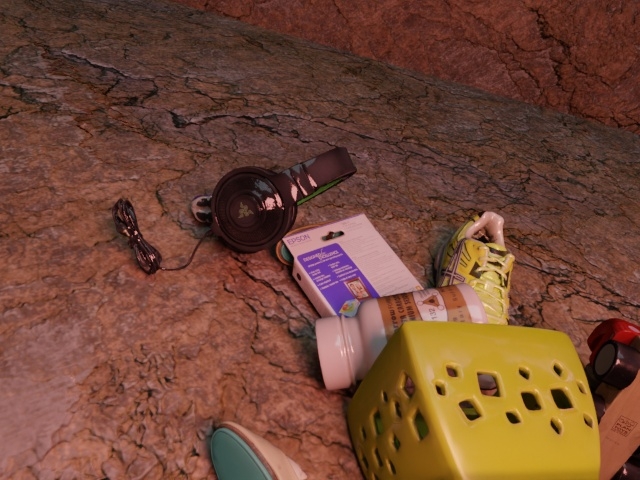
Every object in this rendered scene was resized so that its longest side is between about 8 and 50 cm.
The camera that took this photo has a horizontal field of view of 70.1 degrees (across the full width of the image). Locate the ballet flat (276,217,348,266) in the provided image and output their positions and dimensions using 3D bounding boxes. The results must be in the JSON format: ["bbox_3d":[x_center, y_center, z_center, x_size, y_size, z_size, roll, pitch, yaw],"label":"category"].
[{"bbox_3d":[0.000,0.000,0.899,0.232,0.080,0.073,-11,17,-35],"label":"ballet flat"}]

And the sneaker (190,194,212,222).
[{"bbox_3d":[-0.174,-0.073,0.917,0.169,0.069,0.071,6,21,-23],"label":"sneaker"}]

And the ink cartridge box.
[{"bbox_3d":[0.059,0.057,0.827,0.206,0.045,0.208,-17,61,-35],"label":"ink cartridge box"}]

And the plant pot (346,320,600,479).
[{"bbox_3d":[0.175,0.244,0.524,0.227,0.227,0.207,7,44,-14],"label":"plant pot"}]

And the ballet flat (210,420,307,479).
[{"bbox_3d":[-0.032,0.300,0.498,0.086,0.086,0.248,-17,50,-36],"label":"ballet flat"}]

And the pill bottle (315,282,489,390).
[{"bbox_3d":[0.113,0.143,0.653,0.229,0.131,0.131,-11,40,2],"label":"pill bottle"}]

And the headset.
[{"bbox_3d":[-0.131,-0.070,0.771,0.393,0.243,0.185,-30,93,-12],"label":"headset"}]

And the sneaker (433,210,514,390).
[{"bbox_3d":[0.272,0.084,0.820,0.145,0.147,0.385,18,39,-2],"label":"sneaker"}]

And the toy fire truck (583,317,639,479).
[{"bbox_3d":[0.437,0.215,0.680,0.158,0.217,0.246,24,23,10],"label":"toy fire truck"}]
